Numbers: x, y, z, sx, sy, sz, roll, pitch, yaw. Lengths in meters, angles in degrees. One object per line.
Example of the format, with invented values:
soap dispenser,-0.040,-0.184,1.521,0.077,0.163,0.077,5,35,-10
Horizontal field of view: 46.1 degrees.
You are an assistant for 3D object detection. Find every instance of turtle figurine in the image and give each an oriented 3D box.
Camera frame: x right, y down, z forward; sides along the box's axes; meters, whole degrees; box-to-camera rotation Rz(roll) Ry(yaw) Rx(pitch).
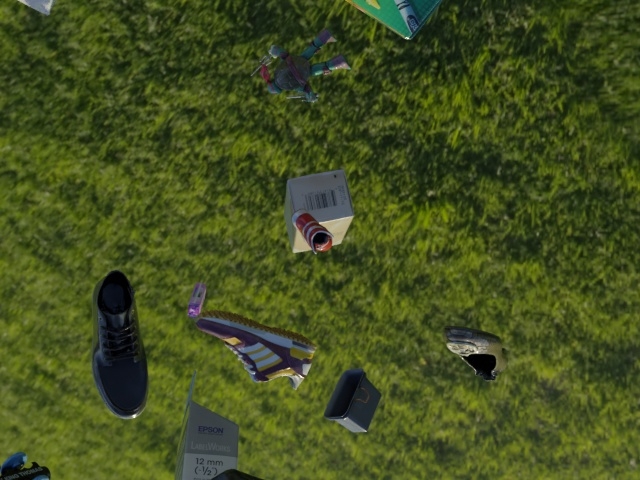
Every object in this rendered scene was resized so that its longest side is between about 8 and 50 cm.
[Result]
turtle figurine,-0.053,-0.417,1.858,0.234,0.118,0.175,-28,107,16

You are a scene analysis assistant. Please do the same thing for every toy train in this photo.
toy train,-0.458,0.363,1.037,0.080,0.184,0.105,33,104,25

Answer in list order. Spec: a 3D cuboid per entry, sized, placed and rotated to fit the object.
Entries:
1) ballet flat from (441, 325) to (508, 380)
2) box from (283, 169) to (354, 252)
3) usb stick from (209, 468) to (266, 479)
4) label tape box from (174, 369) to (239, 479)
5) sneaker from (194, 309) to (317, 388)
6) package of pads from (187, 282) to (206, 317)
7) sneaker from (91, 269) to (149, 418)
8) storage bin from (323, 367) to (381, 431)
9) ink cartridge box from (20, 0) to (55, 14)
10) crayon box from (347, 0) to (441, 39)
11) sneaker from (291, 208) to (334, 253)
ballet flat,0.250,0.181,1.197,0.084,0.058,0.250,11,167,26
box,-0.010,-0.068,1.902,0.147,0.121,0.311,-12,169,-5
usb stick,-0.040,0.365,1.008,0.077,0.045,0.278,-43,128,20
label tape box,-0.235,0.477,1.516,0.115,0.348,0.249,9,139,-11
sneaker,-0.098,0.159,1.074,0.185,0.069,0.084,20,92,-17
package of pads,-0.311,0.151,1.893,0.031,0.083,0.050,10,126,-2
sneaker,-0.304,0.156,1.118,0.083,0.222,0.118,-10,172,-17
storage bin,0.088,0.385,1.783,0.091,0.135,0.098,43,144,-23
ink cartridge box,-0.427,-0.543,1.208,0.130,0.310,0.272,26,162,-13
crayon box,0.024,-0.390,0.943,0.278,0.165,0.081,28,129,-19
sneaker,0.000,0.000,1.206,0.042,0.067,0.118,-43,144,2
